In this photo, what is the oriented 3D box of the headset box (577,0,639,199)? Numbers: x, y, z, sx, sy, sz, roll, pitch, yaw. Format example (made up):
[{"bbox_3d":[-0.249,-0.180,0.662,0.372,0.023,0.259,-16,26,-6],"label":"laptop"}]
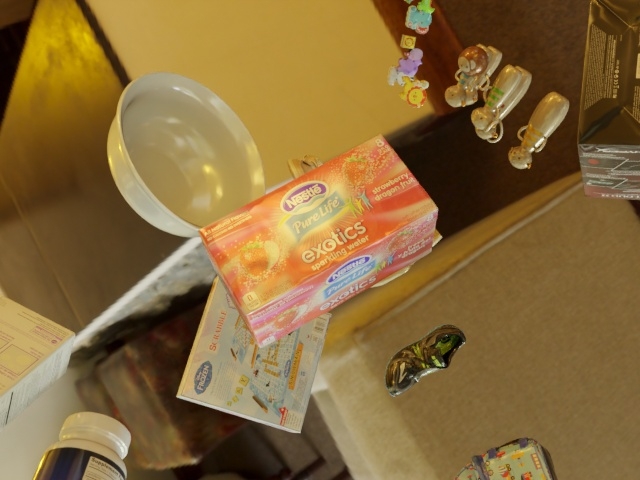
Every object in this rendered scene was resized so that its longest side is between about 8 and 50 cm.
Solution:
[{"bbox_3d":[0.442,-0.191,1.085,0.110,0.293,0.218,5,80,22],"label":"headset box"}]

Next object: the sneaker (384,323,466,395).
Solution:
[{"bbox_3d":[0.199,0.225,1.428,0.067,0.188,0.078,56,168,-10],"label":"sneaker"}]

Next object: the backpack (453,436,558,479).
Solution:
[{"bbox_3d":[0.265,0.384,1.101,0.117,0.173,0.158,45,-151,-52],"label":"backpack"}]

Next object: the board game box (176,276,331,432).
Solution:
[{"bbox_3d":[-0.162,0.288,1.896,0.318,0.318,0.066,21,159,-14],"label":"board game box"}]

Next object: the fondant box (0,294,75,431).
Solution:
[{"bbox_3d":[-0.578,0.201,1.154,0.238,0.330,0.096,26,116,6],"label":"fondant box"}]

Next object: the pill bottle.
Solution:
[{"bbox_3d":[-0.422,0.438,1.283,0.153,0.264,0.153,4,132,4],"label":"pill bottle"}]

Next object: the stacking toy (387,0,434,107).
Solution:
[{"bbox_3d":[0.176,-0.370,1.376,0.167,0.052,0.221,-101,19,-68],"label":"stacking toy"}]

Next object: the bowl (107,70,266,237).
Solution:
[{"bbox_3d":[-0.243,-0.121,1.255,0.134,0.298,0.298,-30,89,37],"label":"bowl"}]

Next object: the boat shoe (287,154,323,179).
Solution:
[{"bbox_3d":[-0.023,-0.135,1.417,0.170,0.059,0.063,-79,-31,-77],"label":"boat shoe"}]

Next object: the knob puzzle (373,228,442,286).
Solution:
[{"bbox_3d":[0.164,0.037,1.553,0.030,0.213,0.213,47,150,-15],"label":"knob puzzle"}]

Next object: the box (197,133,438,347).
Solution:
[{"bbox_3d":[0.000,0.000,1.067,0.154,0.300,0.142,57,169,25],"label":"box"}]

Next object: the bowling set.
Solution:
[{"bbox_3d":[0.301,-0.278,1.417,0.154,0.200,0.287,-59,36,22],"label":"bowling set"}]
